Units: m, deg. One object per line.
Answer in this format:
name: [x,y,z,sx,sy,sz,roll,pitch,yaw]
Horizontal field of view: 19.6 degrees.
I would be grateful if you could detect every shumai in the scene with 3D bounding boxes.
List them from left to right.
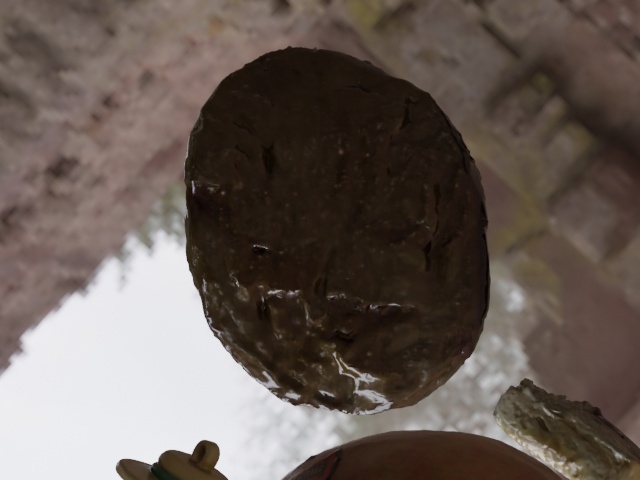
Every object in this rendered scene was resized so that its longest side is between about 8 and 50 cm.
shumai: [0.004,0.006,0.742,0.105,0.123,0.139,98,153,-56]

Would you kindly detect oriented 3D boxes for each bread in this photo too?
bread: [0.126,0.098,0.876,0.083,0.035,0.070,37,-174,36]

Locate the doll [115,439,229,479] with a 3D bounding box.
doll: [-0.157,0.332,1.672,0.144,0.208,0.271,25,-132,-31]

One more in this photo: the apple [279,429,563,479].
apple: [0.100,0.366,1.782,0.346,0.391,0.391,-13,-127,-48]
